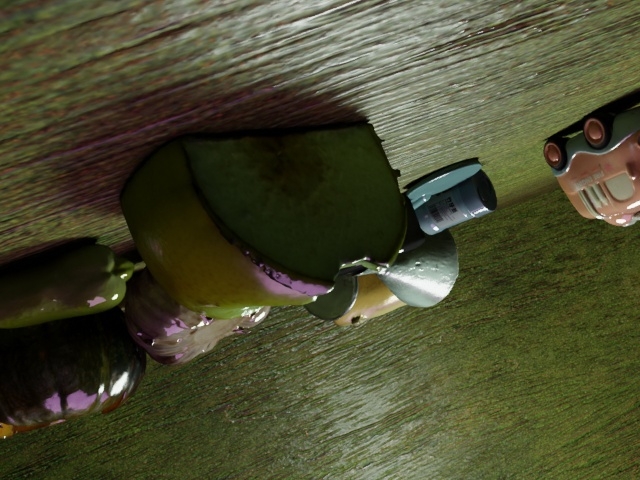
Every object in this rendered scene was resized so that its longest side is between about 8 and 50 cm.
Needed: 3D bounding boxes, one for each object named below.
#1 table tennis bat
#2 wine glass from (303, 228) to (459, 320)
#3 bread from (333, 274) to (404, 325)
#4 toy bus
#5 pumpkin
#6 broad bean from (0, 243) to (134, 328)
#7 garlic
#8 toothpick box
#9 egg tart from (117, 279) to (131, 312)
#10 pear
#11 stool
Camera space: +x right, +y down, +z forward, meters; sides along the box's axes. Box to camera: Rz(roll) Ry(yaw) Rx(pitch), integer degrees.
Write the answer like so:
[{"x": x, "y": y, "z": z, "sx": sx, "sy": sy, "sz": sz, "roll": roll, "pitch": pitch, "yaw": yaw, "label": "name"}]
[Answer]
[{"x": 0.221, "y": -0.103, "z": 1.351, "sx": 0.153, "sy": 0.040, "sz": 0.244, "roll": -15, "pitch": 168, "yaw": -35, "label": "table tennis bat"}, {"x": 0.144, "y": 0.075, "z": 1.716, "sx": 0.267, "sy": 0.267, "sz": 0.406, "roll": -25, "pitch": 169, "yaw": 41, "label": "wine glass"}, {"x": 0.190, "y": 0.136, "z": 2.393, "sx": 0.376, "sy": 0.252, "sz": 0.348, "roll": -20, "pitch": 179, "yaw": 9, "label": "bread"}, {"x": 0.602, "y": -0.147, "z": 1.329, "sx": 0.194, "sy": 0.231, "sz": 0.288, "roll": -16, "pitch": 175, "yaw": -19, "label": "toy bus"}, {"x": -0.431, "y": 0.198, "z": 1.046, "sx": 0.321, "sy": 0.192, "sz": 0.320, "roll": -15, "pitch": 171, "yaw": -2, "label": "pumpkin"}, {"x": -0.310, "y": 0.054, "z": 0.792, "sx": 0.175, "sy": 0.082, "sz": 0.124, "roll": -11, "pitch": 175, "yaw": 4, "label": "broad bean"}, {"x": -0.185, "y": 0.071, "z": 1.009, "sx": 0.245, "sy": 0.160, "sz": 0.245, "roll": -25, "pitch": 155, "yaw": -13, "label": "garlic"}, {"x": 0.288, "y": -0.083, "z": 1.441, "sx": 0.153, "sy": 0.101, "sz": 0.101, "roll": -24, "pitch": 174, "yaw": 36, "label": "toothpick box"}, {"x": -0.297, "y": 0.124, "z": 1.266, "sx": 0.297, "sy": 0.132, "sz": 0.297, "roll": -20, "pitch": 180, "yaw": 0, "label": "egg tart"}, {"x": -0.074, "y": -0.001, "z": 0.684, "sx": 0.293, "sy": 0.159, "sz": 0.292, "roll": -19, "pitch": 177, "yaw": -1, "label": "pear"}, {"x": 0.047, "y": -0.020, "z": 0.991, "sx": 0.153, "sy": 0.139, "sz": 0.228, "roll": -15, "pitch": 173, "yaw": -38, "label": "stool"}]
